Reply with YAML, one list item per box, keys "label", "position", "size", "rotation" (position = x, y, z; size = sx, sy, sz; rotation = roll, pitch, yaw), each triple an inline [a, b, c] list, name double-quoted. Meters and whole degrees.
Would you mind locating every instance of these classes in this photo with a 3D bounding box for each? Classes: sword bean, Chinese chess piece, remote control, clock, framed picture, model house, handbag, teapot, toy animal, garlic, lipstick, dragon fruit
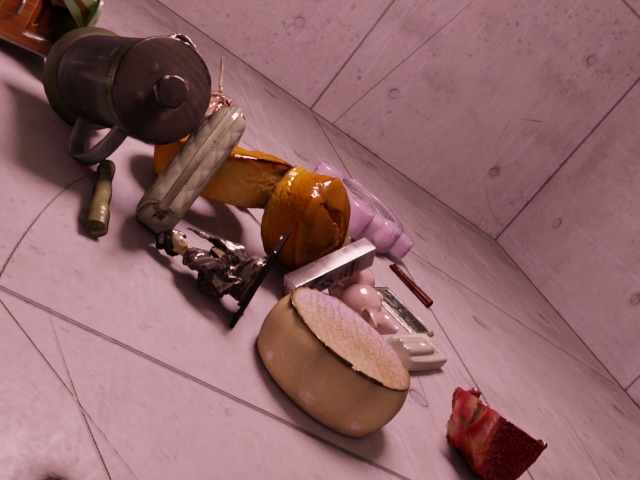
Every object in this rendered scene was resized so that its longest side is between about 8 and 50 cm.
- label: "sword bean"
  position: [-0.367, -0.080, 1.296]
  size: [0.038, 0.043, 0.269]
  rotation: [19, 21, -20]
- label: "Chinese chess piece"
  position: [0.024, 0.197, 1.280]
  size: [0.270, 0.112, 0.270]
  rotation: [36, 14, -11]
- label: "remote control"
  position: [0.215, 0.244, 1.711]
  size: [0.090, 0.049, 0.230]
  rotation: [49, 16, 23]
- label: "clock"
  position: [0.123, -0.082, 2.320]
  size: [0.322, 0.113, 0.295]
  rotation: [28, 18, -39]
- label: "framed picture"
  position: [0.203, 0.177, 1.949]
  size: [0.183, 0.011, 0.142]
  rotation: [46, 16, 22]
- label: "model house"
  position: [-0.618, -0.572, 1.575]
  size: [0.324, 0.340, 0.300]
  rotation: [22, 21, -37]
- label: "handbag"
  position: [-0.216, -0.131, 1.317]
  size: [0.079, 0.256, 0.219]
  rotation: [36, -26, -9]
- label: "teapot"
  position: [-0.360, -0.256, 1.386]
  size: [0.337, 0.270, 0.200]
  rotation: [19, -14, 49]
- label: "toy animal"
  position: [0.077, 0.140, 1.610]
  size: [0.124, 0.124, 0.212]
  rotation: [30, 27, -30]
- label: "garlic"
  position: [-0.298, -0.319, 1.870]
  size: [0.207, 0.256, 0.207]
  rotation: [-4, 4, 0]
- label: "lipstick"
  position: [0.258, 0.125, 2.207]
  size: [0.027, 0.027, 0.176]
  rotation: [18, 24, -53]
- label: "dragon fruit"
  position: [0.303, 0.367, 1.453]
  size: [0.161, 0.126, 0.274]
  rotation: [39, 2, 42]

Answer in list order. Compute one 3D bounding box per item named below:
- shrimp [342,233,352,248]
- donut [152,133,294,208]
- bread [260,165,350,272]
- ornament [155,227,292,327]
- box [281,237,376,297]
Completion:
- label: "shrimp"
  position: [0.000, 0.000, 1.870]
  size: [0.168, 0.077, 0.317]
  rotation: [38, 18, 8]
- label: "donut"
  position: [-0.207, -0.148, 1.604]
  size: [0.303, 0.110, 0.303]
  rotation: [16, 9, -3]
- label: "bread"
  position: [-0.025, -0.030, 1.583]
  size: [0.143, 0.195, 0.269]
  rotation: [27, -28, 16]
- label: "ornament"
  position: [-0.179, 0.020, 1.292]
  size: [0.196, 0.153, 0.166]
  rotation: [29, 15, -2]
- label: "box"
  position: [0.019, 0.060, 1.550]
  size: [0.218, 0.055, 0.039]
  rotation: [-25, 53, -32]
